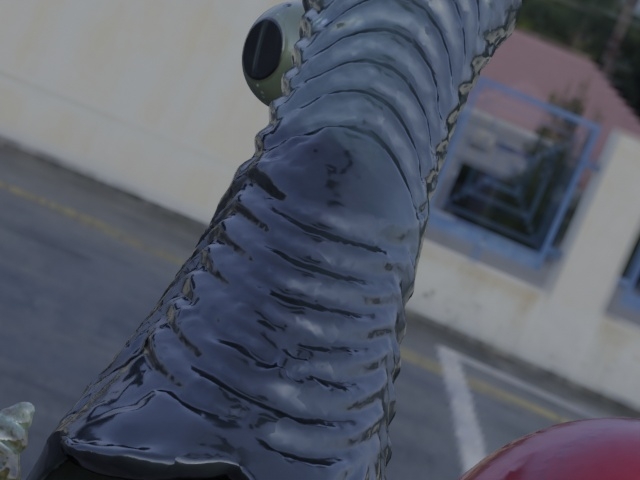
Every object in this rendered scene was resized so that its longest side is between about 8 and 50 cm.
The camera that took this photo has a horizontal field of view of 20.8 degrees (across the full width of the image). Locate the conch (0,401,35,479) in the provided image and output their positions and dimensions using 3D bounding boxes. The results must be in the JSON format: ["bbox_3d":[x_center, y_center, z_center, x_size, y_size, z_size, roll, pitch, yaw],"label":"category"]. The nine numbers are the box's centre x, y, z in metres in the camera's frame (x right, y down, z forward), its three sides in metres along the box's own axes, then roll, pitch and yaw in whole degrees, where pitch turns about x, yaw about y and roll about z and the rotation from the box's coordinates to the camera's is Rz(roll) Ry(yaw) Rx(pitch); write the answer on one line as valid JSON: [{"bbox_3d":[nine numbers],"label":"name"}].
[{"bbox_3d":[-0.219,0.196,0.963,0.137,0.234,0.114,-1,-23,40],"label":"conch"}]

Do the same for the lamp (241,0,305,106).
[{"bbox_3d":[0.013,-0.140,1.416,0.163,0.091,0.091,9,14,-43],"label":"lamp"}]

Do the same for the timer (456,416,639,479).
[{"bbox_3d":[0.220,0.301,1.170,0.378,0.279,0.378,19,45,-21],"label":"timer"}]

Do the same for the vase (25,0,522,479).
[{"bbox_3d":[0.000,0.000,0.528,0.115,0.237,0.115,14,-37,10],"label":"vase"}]
